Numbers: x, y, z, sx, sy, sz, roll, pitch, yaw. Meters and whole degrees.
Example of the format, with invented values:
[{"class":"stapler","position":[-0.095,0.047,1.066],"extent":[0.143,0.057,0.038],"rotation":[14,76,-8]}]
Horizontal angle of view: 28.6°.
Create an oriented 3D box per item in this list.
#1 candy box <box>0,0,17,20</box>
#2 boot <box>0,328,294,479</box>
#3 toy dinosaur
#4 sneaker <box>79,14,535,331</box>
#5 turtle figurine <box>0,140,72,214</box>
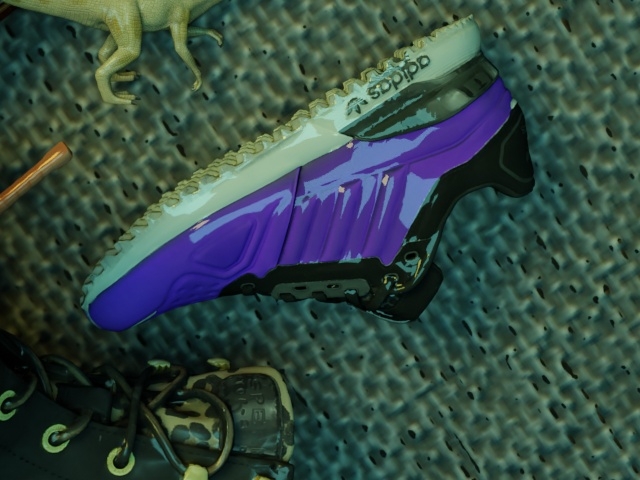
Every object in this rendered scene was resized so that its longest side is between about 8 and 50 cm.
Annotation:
[{"class":"candy box","position":[-0.230,-0.296,0.712],"extent":[0.183,0.087,0.316],"rotation":[-34,97,5]},{"class":"boot","position":[-0.150,0.086,0.673],"extent":[0.284,0.138,0.377],"rotation":[5,125,-27]},{"class":"toy dinosaur","position":[-0.116,-0.132,0.742],"extent":[0.183,0.053,0.093],"rotation":[-11,120,-27]},{"class":"sneaker","position":[0.000,0.000,0.754],"extent":[0.293,0.102,0.146],"rotation":[-32,99,6]},{"class":"turtle figurine","position":[-0.281,-0.042,0.757],"extent":[0.269,0.087,0.217],"rotation":[-35,88,20]}]
